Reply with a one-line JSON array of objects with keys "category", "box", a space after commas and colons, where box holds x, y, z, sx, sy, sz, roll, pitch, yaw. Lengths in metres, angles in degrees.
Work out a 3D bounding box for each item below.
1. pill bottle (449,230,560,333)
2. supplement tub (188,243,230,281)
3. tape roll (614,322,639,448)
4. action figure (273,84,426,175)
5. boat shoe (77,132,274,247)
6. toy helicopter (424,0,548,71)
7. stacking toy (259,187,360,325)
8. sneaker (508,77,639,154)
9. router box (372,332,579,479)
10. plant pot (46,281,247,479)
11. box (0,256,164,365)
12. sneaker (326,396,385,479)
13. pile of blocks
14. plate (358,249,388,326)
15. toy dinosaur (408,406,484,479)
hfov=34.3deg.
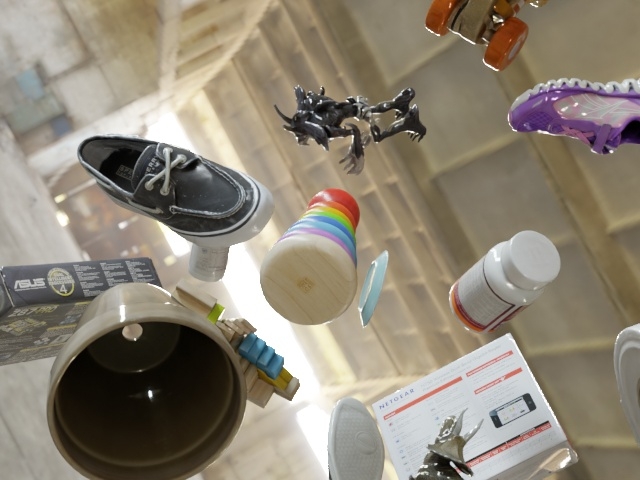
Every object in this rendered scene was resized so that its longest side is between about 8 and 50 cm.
[{"category": "pill bottle", "box": [0.330, 0.075, 1.865, 0.121, 0.121, 0.221, 59, -32, 14]}, {"category": "supplement tub", "box": [-0.196, 0.012, 1.864, 0.071, 0.071, 0.107, 50, -46, 49]}, {"category": "tape roll", "box": [0.499, 0.232, 1.372, 0.286, 0.100, 0.286, 160, -90, -85]}, {"category": "action figure", "box": [0.044, -0.196, 1.832, 0.141, 0.276, 0.164, 105, -32, -42]}, {"category": "boat shoe", "box": [-0.195, -0.077, 1.327, 0.301, 0.108, 0.102, 22, -15, 36]}, {"category": "toy helicopter", "box": [0.321, -0.417, 1.641, 0.140, 0.355, 0.235, 34, -61, 15]}, {"category": "stacking toy", "box": [0.000, 0.000, 1.608, 0.330, 0.141, 0.141, -73, 140, -66]}, {"category": "sneaker", "box": [0.401, -0.178, 1.545, 0.095, 0.236, 0.104, 96, -11, -64]}, {"category": "router box", "box": [0.302, 0.384, 2.091, 0.082, 0.335, 0.301, 55, 10, -39]}, {"category": "plant pot", "box": [-0.308, 0.215, 1.780, 0.323, 0.323, 0.280, 66, -5, -26]}, {"category": "box", "box": [-0.565, 0.154, 2.119, 0.395, 0.318, 0.097, -4, 66, -54]}, {"category": "sneaker", "box": [0.035, 0.411, 1.686, 0.147, 0.104, 0.296, -47, -137, 50]}, {"category": "pile of blocks", "box": [-0.179, 0.230, 2.061, 0.362, 0.112, 0.149, 42, -27, -21]}, {"category": "plate", "box": [0.119, 0.110, 2.435, 0.188, 0.024, 0.188, -163, -90, -86]}, {"category": "toy dinosaur", "box": [0.205, 0.444, 1.671, 0.160, 0.121, 0.313, -27, -108, 41]}]
